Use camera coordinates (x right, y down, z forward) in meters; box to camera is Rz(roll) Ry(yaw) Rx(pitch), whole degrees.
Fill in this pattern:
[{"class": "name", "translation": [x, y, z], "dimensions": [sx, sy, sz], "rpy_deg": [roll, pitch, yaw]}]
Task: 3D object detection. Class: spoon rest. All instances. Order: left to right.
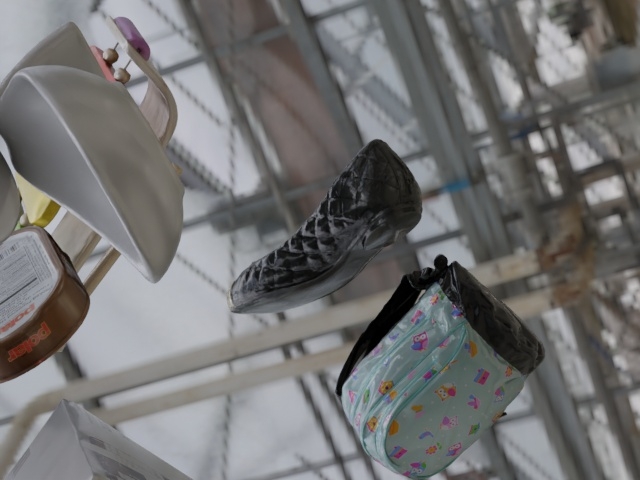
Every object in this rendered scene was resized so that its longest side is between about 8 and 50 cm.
[{"class": "spoon rest", "translation": [-0.146, -0.059, 0.894], "dimensions": [0.137, 0.084, 0.276], "rpy_deg": [62, 175, -26]}]

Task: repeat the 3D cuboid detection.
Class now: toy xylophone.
[{"class": "toy xylophone", "translation": [-0.221, -0.039, 1.319], "dimensions": [0.081, 0.322, 0.236], "rpy_deg": [32, -179, -25]}]

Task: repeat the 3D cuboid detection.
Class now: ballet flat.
[{"class": "ballet flat", "translation": [0.000, 0.000, 0.881], "dimensions": [0.057, 0.173, 0.049], "rpy_deg": [-2, -115, -41]}]

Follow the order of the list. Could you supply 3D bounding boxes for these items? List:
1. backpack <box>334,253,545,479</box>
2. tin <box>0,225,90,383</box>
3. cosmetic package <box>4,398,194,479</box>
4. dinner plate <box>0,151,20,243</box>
[{"class": "backpack", "translation": [0.103, 0.124, 1.371], "dimensions": [0.152, 0.182, 0.115], "rpy_deg": [42, -173, -33]}, {"class": "tin", "translation": [-0.238, 0.046, 1.156], "dimensions": [0.040, 0.106, 0.190], "rpy_deg": [53, 176, -27]}, {"class": "cosmetic package", "translation": [-0.090, 0.136, 0.709], "dimensions": [0.099, 0.060, 0.239], "rpy_deg": [37, 174, -12]}, {"class": "dinner plate", "translation": [-0.235, -0.052, 0.894], "dimensions": [0.141, 0.017, 0.141], "rpy_deg": [34, -149, -24]}]
